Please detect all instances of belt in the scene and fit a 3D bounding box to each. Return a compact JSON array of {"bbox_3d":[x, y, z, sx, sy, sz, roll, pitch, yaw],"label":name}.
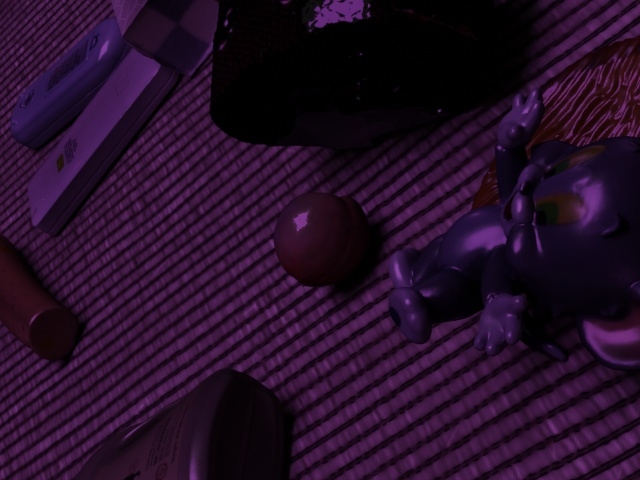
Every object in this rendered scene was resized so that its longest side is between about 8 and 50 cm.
[{"bbox_3d":[0.023,-0.181,1.506,0.289,0.184,0.164,-20,58,50],"label":"belt"}]

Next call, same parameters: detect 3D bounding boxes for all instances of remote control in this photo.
[{"bbox_3d":[-0.298,-0.187,2.169,0.244,0.047,0.087,-33,42,42],"label":"remote control"},{"bbox_3d":[-0.246,-0.121,2.038,0.250,0.034,0.103,-49,31,18],"label":"remote control"}]

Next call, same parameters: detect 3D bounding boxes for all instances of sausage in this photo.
[{"bbox_3d":[-0.333,0.056,1.990,0.066,0.065,0.301,-59,27,2],"label":"sausage"}]

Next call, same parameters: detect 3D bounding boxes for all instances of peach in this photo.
[{"bbox_3d":[0.001,-0.001,1.495,0.083,0.083,0.083,-38,36,35],"label":"peach"}]

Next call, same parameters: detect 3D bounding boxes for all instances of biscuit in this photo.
[{"bbox_3d":[0.181,-0.057,1.304,0.229,0.031,0.176,-54,28,11],"label":"biscuit"}]

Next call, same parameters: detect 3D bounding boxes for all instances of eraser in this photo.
[{"bbox_3d":[-0.190,-0.331,2.075,0.098,0.096,0.404,-51,31,18],"label":"eraser"}]

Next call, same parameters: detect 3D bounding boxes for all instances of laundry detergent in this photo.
[{"bbox_3d":[-0.138,0.215,1.507,0.253,0.091,0.181,-33,37,40],"label":"laundry detergent"}]

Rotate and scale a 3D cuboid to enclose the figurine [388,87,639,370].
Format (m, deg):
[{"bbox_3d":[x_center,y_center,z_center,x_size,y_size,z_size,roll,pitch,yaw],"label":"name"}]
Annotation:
[{"bbox_3d":[0.145,0.020,1.194,0.265,0.140,0.193,-41,24,49],"label":"figurine"}]
